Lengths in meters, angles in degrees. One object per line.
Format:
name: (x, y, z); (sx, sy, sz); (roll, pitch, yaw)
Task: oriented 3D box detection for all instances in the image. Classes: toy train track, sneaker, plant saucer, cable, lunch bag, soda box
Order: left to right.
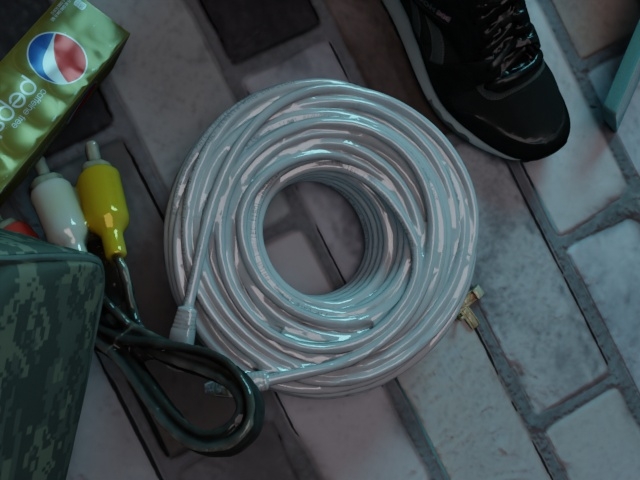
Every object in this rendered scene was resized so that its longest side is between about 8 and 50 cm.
lunch bag: (-0.306, 0.111, 0.643); (0.256, 0.212, 0.305); (12, 95, 10)
soda box: (-0.220, -0.103, 0.759); (0.061, 0.058, 0.181); (35, 58, -10)
cable: (-0.160, 0.053, 0.728); (0.139, 0.072, 0.287); (-36, 56, -6)
cable: (0.000, 0.000, 0.824); (0.257, 0.089, 0.257); (3, 84, -15)
toy train track: (0.112, 0.068, 0.884); (0.083, 0.014, 0.048); (-39, 95, -13)
sneaker: (0.127, -0.190, 0.850); (0.107, 0.124, 0.283); (-38, 96, -14)
plant saucer: (0.299, -0.195, 0.915); (0.018, 0.067, 0.192); (22, 90, 19)
